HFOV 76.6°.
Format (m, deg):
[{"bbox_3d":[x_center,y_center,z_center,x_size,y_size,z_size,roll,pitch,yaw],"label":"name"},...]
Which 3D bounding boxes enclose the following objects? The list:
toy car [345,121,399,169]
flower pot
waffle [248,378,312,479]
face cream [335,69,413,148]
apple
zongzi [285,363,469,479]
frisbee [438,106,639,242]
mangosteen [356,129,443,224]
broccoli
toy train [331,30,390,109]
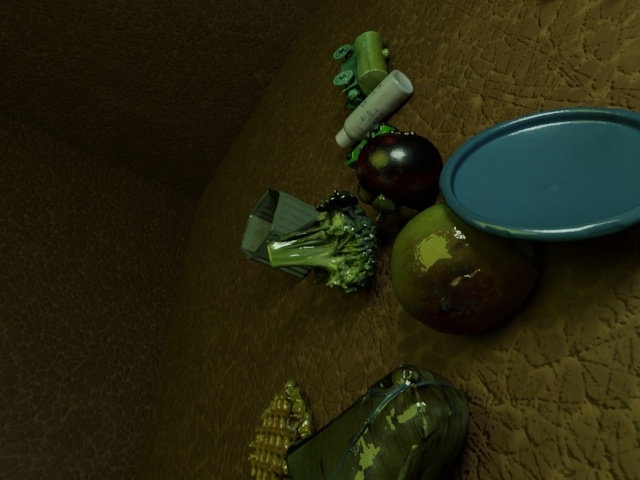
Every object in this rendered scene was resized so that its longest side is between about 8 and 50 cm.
[{"bbox_3d":[0.137,-0.240,1.081,0.165,0.071,0.062,-40,50,40],"label":"toy car"},{"bbox_3d":[-0.103,-0.024,1.202,0.239,0.190,0.209,-51,30,29],"label":"flower pot"},{"bbox_3d":[-0.095,0.463,0.937,0.238,0.059,0.243,-63,24,12],"label":"waffle"},{"bbox_3d":[0.142,-0.361,1.159,0.269,0.082,0.082,-39,36,43],"label":"face cream"},{"bbox_3d":[0.210,0.032,0.622,0.188,0.174,0.207,-45,49,39],"label":"apple"},{"bbox_3d":[0.098,0.378,0.526,0.323,0.160,0.360,-52,29,27],"label":"zongzi"},{"bbox_3d":[0.312,-0.089,0.550,0.289,0.049,0.289,-17,37,13],"label":"frisbee"},{"bbox_3d":[0.157,-0.128,0.846,0.200,0.200,0.200,-42,35,38],"label":"mangosteen"},{"bbox_3d":[0.000,0.000,0.909,0.263,0.243,0.247,-108,9,-54],"label":"broccoli"},{"bbox_3d":[0.140,-0.548,1.311,0.189,0.126,0.307,-14,48,17],"label":"toy train"}]
